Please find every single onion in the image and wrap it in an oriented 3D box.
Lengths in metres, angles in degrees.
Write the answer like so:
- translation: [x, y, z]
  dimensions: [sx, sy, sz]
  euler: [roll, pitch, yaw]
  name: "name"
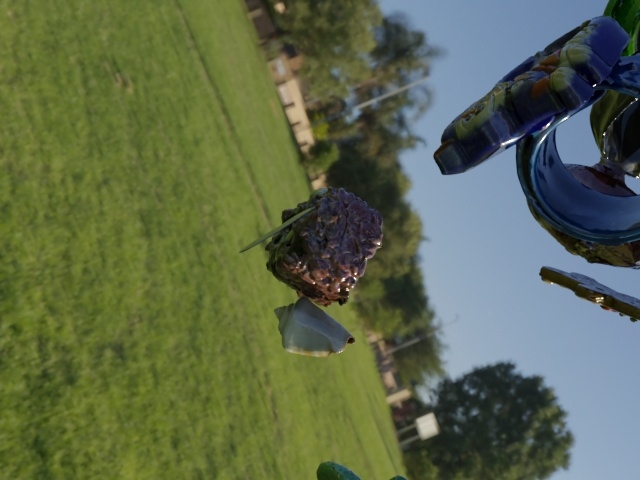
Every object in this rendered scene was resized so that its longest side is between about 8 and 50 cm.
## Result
- translation: [0.389, -0.051, 1.287]
  dimensions: [0.205, 0.151, 0.098]
  euler: [25, 0, 25]
  name: "onion"

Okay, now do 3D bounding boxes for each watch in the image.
- translation: [0.259, -0.095, 0.871]
  dimensions: [0.200, 0.171, 0.196]
  euler: [49, -42, -6]
  name: "watch"

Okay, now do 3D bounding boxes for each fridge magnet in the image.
- translation: [0.573, -0.380, 1.616]
  dimensions: [0.088, 0.208, 0.208]
  euler: [31, -29, 47]
  name: "fridge magnet"

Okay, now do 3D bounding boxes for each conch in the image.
- translation: [-0.020, 0.183, 1.841]
  dimensions: [0.176, 0.104, 0.094]
  euler: [33, -47, 5]
  name: "conch"

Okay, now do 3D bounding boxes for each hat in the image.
- translation: [0.571, -0.299, 1.467]
  dimensions: [0.366, 0.257, 0.382]
  euler: [47, 43, -50]
  name: "hat"

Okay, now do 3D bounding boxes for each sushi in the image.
- translation: [0.000, 0.000, 1.859]
  dimensions: [0.170, 0.237, 0.270]
  euler: [26, -16, -16]
  name: "sushi"

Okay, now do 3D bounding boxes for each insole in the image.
- translation: [-0.078, -0.021, 1.662]
  dimensions: [0.064, 0.188, 0.004]
  euler: [-17, -76, 51]
  name: "insole"

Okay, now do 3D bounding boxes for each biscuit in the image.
- translation: [0.436, 0.088, 1.396]
  dimensions: [0.205, 0.138, 0.031]
  euler: [28, -76, 54]
  name: "biscuit"

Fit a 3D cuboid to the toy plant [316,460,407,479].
- translation: [0.099, 0.638, 2.081]
  dimensions: [0.317, 0.211, 0.356]
  euler: [38, 10, 10]
  name: "toy plant"
